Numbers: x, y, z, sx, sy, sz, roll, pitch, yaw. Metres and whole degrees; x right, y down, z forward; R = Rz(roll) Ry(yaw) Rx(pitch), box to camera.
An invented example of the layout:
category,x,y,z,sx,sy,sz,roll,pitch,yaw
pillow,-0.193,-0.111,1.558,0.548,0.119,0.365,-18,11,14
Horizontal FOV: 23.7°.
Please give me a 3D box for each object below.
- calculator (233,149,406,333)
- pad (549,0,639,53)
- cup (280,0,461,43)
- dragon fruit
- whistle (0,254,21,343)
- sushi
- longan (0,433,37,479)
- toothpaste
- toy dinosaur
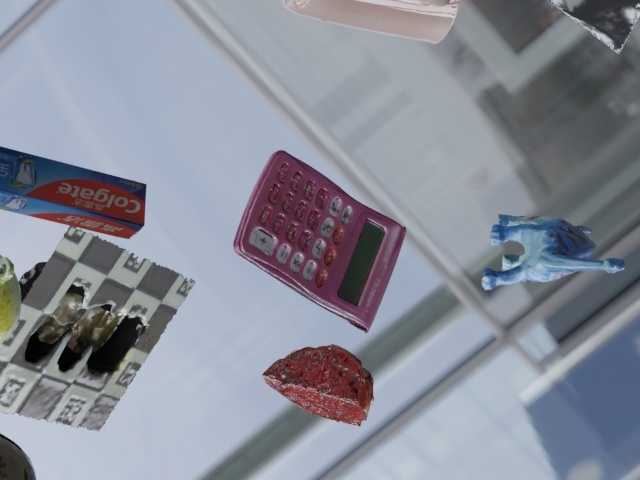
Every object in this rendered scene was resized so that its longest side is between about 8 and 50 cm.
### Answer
category,x,y,z,sx,sy,sz,roll,pitch,yaw
calculator,0.000,0.000,1.586,0.190,0.126,0.034,32,159,-25
pad,0.351,-0.325,1.887,0.127,0.004,0.190,41,150,14
cup,0.064,-0.333,1.812,0.200,0.191,0.253,6,-155,-14
dragon fruit,0.017,0.191,2.016,0.162,0.083,0.106,8,151,31
whistle,-0.387,0.072,1.512,0.123,0.223,0.123,42,-149,-33
sushi,-0.381,0.117,2.272,0.100,0.296,0.373,34,-177,27
longan,-0.398,0.279,1.656,0.189,0.189,0.189,47,-168,-14
toothpaste,-0.417,-0.078,2.272,0.320,0.066,0.076,13,-119,-28
toy dinosaur,0.249,0.008,1.701,0.329,0.144,0.076,-52,-41,-83
